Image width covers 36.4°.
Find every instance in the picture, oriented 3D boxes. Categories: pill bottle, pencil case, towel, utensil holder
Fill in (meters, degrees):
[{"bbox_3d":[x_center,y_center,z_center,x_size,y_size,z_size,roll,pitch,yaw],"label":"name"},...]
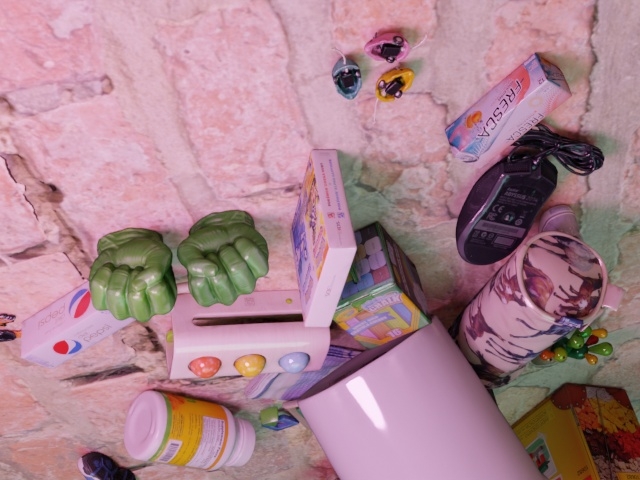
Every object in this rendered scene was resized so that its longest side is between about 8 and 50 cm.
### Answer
[{"bbox_3d":[-0.257,0.389,1.955,0.246,0.136,0.136,20,133,-37],"label":"pill bottle"},{"bbox_3d":[0.358,0.139,1.719,0.183,0.160,0.410,36,154,6],"label":"pencil case"},{"bbox_3d":[0.009,0.280,1.978,0.285,0.034,0.209,11,139,-30],"label":"towel"},{"bbox_3d":[0.185,0.372,1.753,0.328,0.385,0.327,-31,178,-1],"label":"utensil holder"}]

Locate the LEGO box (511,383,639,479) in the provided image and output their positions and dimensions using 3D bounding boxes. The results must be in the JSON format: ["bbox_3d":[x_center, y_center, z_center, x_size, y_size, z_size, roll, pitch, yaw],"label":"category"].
[{"bbox_3d":[0.567,0.628,2.332,0.193,0.372,0.500,9,140,-28],"label":"LEGO box"}]

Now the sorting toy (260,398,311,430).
[{"bbox_3d":[0.035,0.363,2.041,0.348,0.047,0.196,-15,152,12],"label":"sorting toy"}]

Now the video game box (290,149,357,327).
[{"bbox_3d":[0.000,0.000,1.463,0.048,0.187,0.205,-2,142,-15],"label":"video game box"}]

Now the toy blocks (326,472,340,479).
[{"bbox_3d":[0.150,0.602,2.357,0.381,0.190,0.261,6,133,-41],"label":"toy blocks"}]

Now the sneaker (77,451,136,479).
[{"bbox_3d":[-0.477,0.528,2.125,0.081,0.080,0.211,-22,142,7],"label":"sneaker"}]

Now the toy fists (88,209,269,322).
[{"bbox_3d":[-0.217,0.040,1.489,0.279,0.142,0.096,-10,144,-4],"label":"toy fists"}]

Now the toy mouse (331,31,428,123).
[{"bbox_3d":[0.065,-0.237,1.293,0.143,0.031,0.161,17,135,-35],"label":"toy mouse"}]

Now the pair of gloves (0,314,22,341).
[{"bbox_3d":[-0.546,0.151,1.652,0.074,0.010,0.083,-11,147,-4],"label":"pair of gloves"}]

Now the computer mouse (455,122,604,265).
[{"bbox_3d":[0.309,-0.076,1.563,0.189,0.072,0.272,14,124,-29],"label":"computer mouse"}]

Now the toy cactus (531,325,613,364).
[{"bbox_3d":[0.479,0.212,1.994,0.219,0.112,0.180,-3,162,-17],"label":"toy cactus"}]

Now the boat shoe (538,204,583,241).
[{"bbox_3d":[0.424,0.032,1.725,0.079,0.081,0.227,-14,144,2],"label":"boat shoe"}]

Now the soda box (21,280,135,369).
[{"bbox_3d":[-0.400,0.132,1.616,0.216,0.073,0.069,-30,141,23],"label":"soda box"}]

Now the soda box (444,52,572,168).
[{"bbox_3d":[0.269,-0.184,1.405,0.063,0.058,0.183,20,132,-37],"label":"soda box"}]

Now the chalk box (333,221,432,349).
[{"bbox_3d":[0.076,0.069,1.628,0.132,0.132,0.213,-25,141,17],"label":"chalk box"}]

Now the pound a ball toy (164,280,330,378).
[{"bbox_3d":[-0.144,0.154,1.673,0.319,0.135,0.208,-1,143,-16],"label":"pound a ball toy"}]

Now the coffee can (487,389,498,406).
[{"bbox_3d":[0.300,0.434,2.068,0.202,0.275,0.201,-9,144,-6],"label":"coffee can"}]
